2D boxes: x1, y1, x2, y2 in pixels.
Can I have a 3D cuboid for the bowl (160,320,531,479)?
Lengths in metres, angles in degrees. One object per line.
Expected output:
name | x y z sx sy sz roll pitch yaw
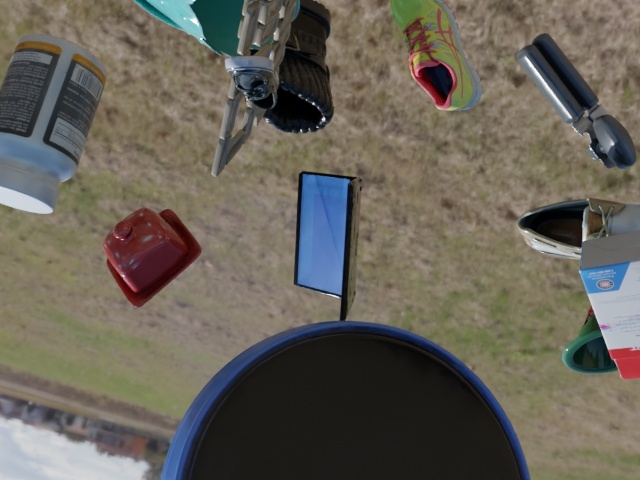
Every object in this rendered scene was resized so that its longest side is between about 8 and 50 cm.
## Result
bowl | 0.034 0.268 0.746 0.391 0.391 0.077 17 158 -5

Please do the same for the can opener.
can opener | 0.464 -0.248 1.307 0.280 0.074 0.093 50 164 0

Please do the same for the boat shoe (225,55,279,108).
boat shoe | -0.071 -0.176 0.826 0.049 0.040 0.142 -2 -179 9

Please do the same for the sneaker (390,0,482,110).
sneaker | 0.162 -0.283 1.093 0.081 0.094 0.208 -33 89 44

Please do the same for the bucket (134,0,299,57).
bucket | -0.133 -0.393 0.936 0.183 0.281 0.281 32 167 18

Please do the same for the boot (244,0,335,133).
boot | -0.134 -0.346 1.321 0.348 0.260 0.131 11 150 -13

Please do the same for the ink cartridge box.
ink cartridge box | 0.489 0.099 1.107 0.134 0.078 0.231 -12 121 30

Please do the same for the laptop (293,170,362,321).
laptop | 0.000 0.000 1.325 0.137 0.234 0.264 4 -171 8

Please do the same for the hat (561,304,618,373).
hat | 0.562 0.138 1.466 0.173 0.183 0.208 19 138 -24

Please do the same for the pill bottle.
pill bottle | -0.483 -0.198 1.270 0.162 0.278 0.162 13 164 4

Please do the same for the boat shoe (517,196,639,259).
boat shoe | 0.481 -0.014 1.258 0.302 0.113 0.103 -4 163 45

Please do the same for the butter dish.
butter dish | -0.320 0.007 1.301 0.160 0.160 0.118 45 175 40

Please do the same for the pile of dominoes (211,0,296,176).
pile of dominoes | -0.089 -0.231 0.937 0.040 0.196 0.251 23 129 4
